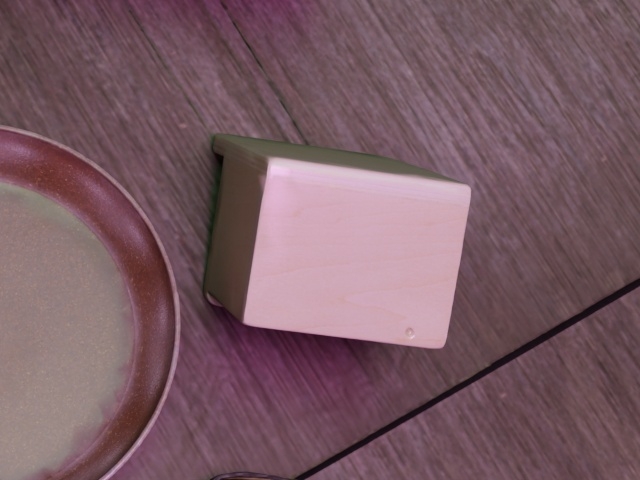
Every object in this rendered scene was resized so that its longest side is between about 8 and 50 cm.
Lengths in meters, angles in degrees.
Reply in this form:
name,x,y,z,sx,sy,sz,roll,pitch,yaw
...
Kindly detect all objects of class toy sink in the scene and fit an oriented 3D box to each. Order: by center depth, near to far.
name,x,y,z,sx,sy,sz,roll,pitch,yaw
toy sink,0.000,0.000,1.434,0.153,0.234,0.131,8,96,-15

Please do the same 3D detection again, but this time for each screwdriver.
name,x,y,z,sx,sy,sz,roll,pitch,yaw
screwdriver,-0.197,0.029,1.438,0.025,0.024,0.170,9,65,-46

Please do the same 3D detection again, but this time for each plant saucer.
name,x,y,z,sx,sy,sz,roll,pitch,yaw
plant saucer,-0.259,0.065,1.374,0.310,0.050,0.310,3,69,-9

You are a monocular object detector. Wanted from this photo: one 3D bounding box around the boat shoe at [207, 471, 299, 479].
name,x,y,z,sx,sy,sz,roll,pitch,yaw
boat shoe,-0.018,0.206,1.403,0.152,0.049,0.056,11,65,-13
